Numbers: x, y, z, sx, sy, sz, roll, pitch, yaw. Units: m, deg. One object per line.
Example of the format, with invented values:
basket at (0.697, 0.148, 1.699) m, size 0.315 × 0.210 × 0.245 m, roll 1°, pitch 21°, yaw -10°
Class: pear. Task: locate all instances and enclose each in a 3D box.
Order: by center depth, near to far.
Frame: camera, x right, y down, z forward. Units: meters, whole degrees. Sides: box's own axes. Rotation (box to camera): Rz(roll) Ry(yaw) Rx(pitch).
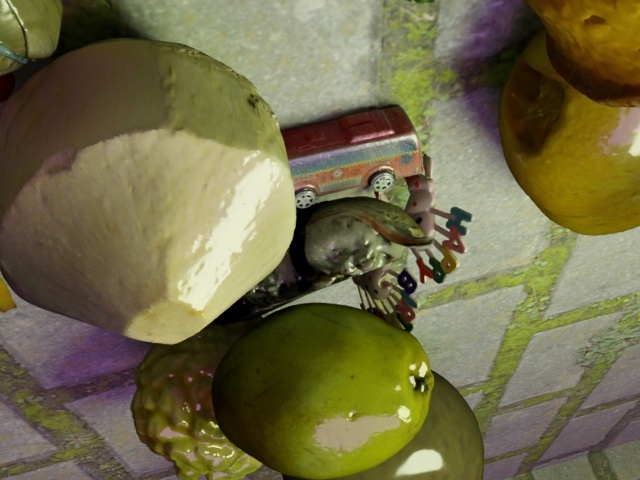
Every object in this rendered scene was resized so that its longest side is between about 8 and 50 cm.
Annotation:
pear at (-0.001, 0.175, 0.829) m, size 0.269 × 0.212 × 0.212 m, roll -8°, pitch 152°, yaw 21°

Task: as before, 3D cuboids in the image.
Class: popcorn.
popcorn at (-0.145, 0.213, 0.994) m, size 0.259 × 0.259 × 0.212 m, roll 8°, pitch 164°, yaw -35°

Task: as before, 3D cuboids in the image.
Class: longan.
longan at (0.110, 0.383, 1.248) m, size 0.361 × 0.361 × 0.361 m, roll -13°, pitch 147°, yaw -8°

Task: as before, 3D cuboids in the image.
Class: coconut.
coconut at (-0.144, -0.032, 0.581) m, size 0.259 × 0.259 × 0.259 m, roll -13°, pitch 147°, yaw -8°

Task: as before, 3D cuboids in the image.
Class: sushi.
sushi at (-0.004, 0.000, 0.783) m, size 0.273 × 0.109 × 0.134 m, roll -25°, pitch 176°, yaw 42°

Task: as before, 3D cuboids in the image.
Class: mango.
mango at (0.318, -0.112, 0.743) m, size 0.253 × 0.182 × 0.365 m, roll -22°, pitch 146°, yaw 5°

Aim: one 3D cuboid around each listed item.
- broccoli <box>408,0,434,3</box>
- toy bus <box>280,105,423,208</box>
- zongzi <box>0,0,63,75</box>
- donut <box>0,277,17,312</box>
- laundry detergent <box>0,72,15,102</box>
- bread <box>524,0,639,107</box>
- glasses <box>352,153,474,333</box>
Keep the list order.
broccoli at (0.007, -0.272, 0.269) m, size 0.321 × 0.310 × 0.413 m, roll 5°, pitch 175°, yaw -44°
toy bus at (0.013, -0.087, 0.745) m, size 0.192 × 0.065 × 0.077 m, roll -14°, pitch 140°, yaw -7°
zongzi at (-0.306, -0.174, 0.409) m, size 0.256 × 0.115 × 0.228 m, roll -18°, pitch 148°, yaw -4°
donut at (-0.395, 0.068, 0.770) m, size 0.108 × 0.043 × 0.097 m, roll -13°, pitch -178°, yaw -19°
laundry detergent at (-0.314, -0.141, 0.520) m, size 0.097 × 0.049 × 0.165 m, roll -27°, pitch 149°, yaw 33°
bread at (0.266, -0.231, 0.465) m, size 0.172 × 0.312 × 0.312 m, roll 32°, pitch 124°, yaw -30°
glasses at (0.112, 0.014, 0.854) m, size 0.095 × 0.162 × 0.255 m, roll -5°, pitch 146°, yaw -26°
